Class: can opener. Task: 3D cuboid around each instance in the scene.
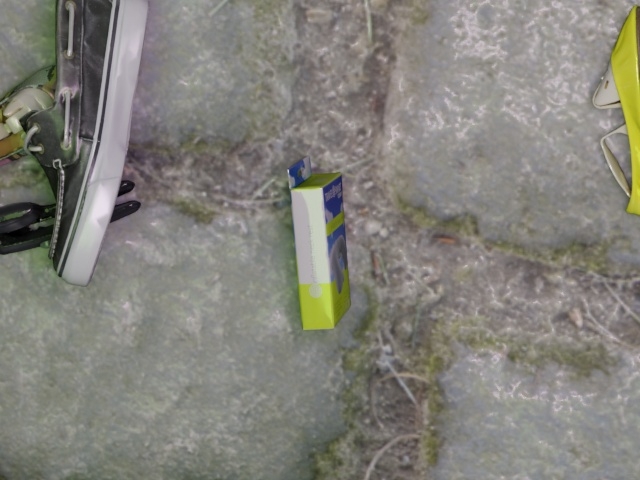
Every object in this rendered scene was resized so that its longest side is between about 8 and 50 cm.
[{"bbox_3d":[-0.298,-0.025,1.624,0.186,0.073,0.059,-12,91,1],"label":"can opener"}]

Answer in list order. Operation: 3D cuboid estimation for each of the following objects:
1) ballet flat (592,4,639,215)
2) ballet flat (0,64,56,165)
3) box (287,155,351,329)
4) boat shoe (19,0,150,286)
[{"bbox_3d":[0.335,-0.133,1.507,0.077,0.077,0.231,-9,102,26],"label":"ballet flat"},{"bbox_3d":[-0.362,-0.125,1.600,0.221,0.079,0.077,-30,95,12],"label":"ballet flat"},{"bbox_3d":[0.000,0.000,1.558,0.042,0.109,0.178,-2,101,12],"label":"box"},{"bbox_3d":[-0.272,-0.120,1.543,0.119,0.121,0.335,9,82,-12],"label":"boat shoe"}]
